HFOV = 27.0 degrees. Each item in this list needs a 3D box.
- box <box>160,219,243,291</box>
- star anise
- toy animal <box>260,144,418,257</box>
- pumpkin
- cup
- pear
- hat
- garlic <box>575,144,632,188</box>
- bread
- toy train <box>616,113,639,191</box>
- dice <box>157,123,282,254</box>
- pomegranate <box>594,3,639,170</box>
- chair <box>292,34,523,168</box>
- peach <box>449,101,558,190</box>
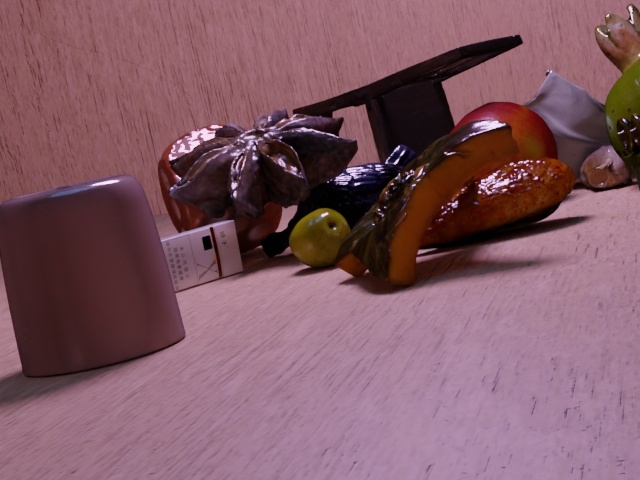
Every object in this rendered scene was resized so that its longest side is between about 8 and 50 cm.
[{"bbox_3d":[-0.194,0.026,2.053,0.154,0.084,0.040,-17,8,-40],"label":"box"},{"bbox_3d":[-0.093,-0.123,2.153,0.331,0.118,0.332,-10,31,6],"label":"star anise"},{"bbox_3d":[0.037,-0.058,2.218,0.298,0.122,0.185,-23,1,6],"label":"toy animal"},{"bbox_3d":[0.127,-0.049,1.712,0.258,0.095,0.290,-47,5,-8],"label":"pumpkin"},{"bbox_3d":[-0.266,0.031,1.573,0.191,0.200,0.253,-11,5,11],"label":"cup"},{"bbox_3d":[0.000,0.000,1.936,0.092,0.092,0.097,-14,-10,-22],"label":"pear"},{"bbox_3d":[0.408,-0.147,2.343,0.301,0.168,0.258,-35,-28,21],"label":"hat"},{"bbox_3d":[0.466,-0.122,2.205,0.084,0.066,0.152,-14,8,0],"label":"garlic"},{"bbox_3d":[0.229,-0.050,1.875,0.268,0.095,0.139,-15,-2,5],"label":"bread"},{"bbox_3d":[0.473,-0.115,1.804,0.090,0.137,0.225,-16,2,-2],"label":"toy train"},{"bbox_3d":[-0.176,-0.084,2.340,0.175,0.174,0.179,-23,-32,-16],"label":"dice"},{"bbox_3d":[0.535,-0.238,2.090,0.236,0.302,0.236,-27,-14,-7],"label":"pomegranate"},{"bbox_3d":[0.179,-0.184,2.359,0.203,0.241,0.416,-17,2,-42],"label":"chair"},{"bbox_3d":[0.284,-0.107,2.163,0.189,0.226,0.196,20,-28,7],"label":"peach"}]
